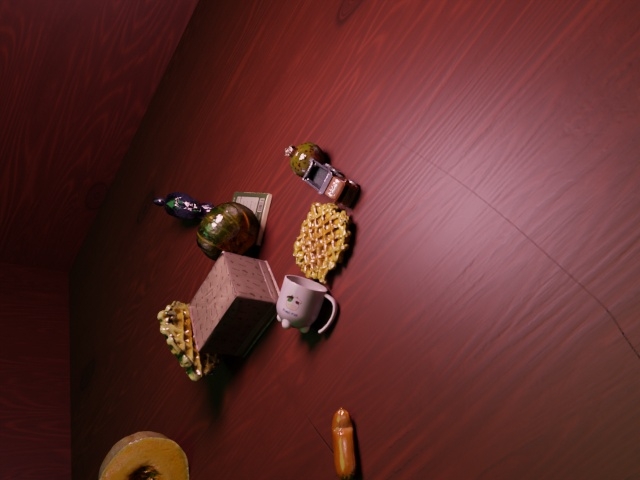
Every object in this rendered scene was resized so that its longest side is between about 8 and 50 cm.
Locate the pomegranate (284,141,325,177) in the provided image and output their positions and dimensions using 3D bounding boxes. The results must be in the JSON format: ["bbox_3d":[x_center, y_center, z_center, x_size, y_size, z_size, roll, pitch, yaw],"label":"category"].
[{"bbox_3d":[-0.049,-0.264,1.575,0.130,0.130,0.131,-20,63,45],"label":"pomegranate"}]

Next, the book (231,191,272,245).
[{"bbox_3d":[-0.292,-0.091,1.887,0.264,0.027,0.202,8,85,50],"label":"book"}]

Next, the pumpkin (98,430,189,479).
[{"bbox_3d":[-0.680,0.884,1.818,0.199,0.331,0.333,6,82,64],"label":"pumpkin"}]

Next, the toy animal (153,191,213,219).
[{"bbox_3d":[-0.628,-0.155,2.193,0.298,0.185,0.122,17,86,33],"label":"toy animal"}]

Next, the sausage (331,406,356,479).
[{"bbox_3d":[0.061,0.529,1.230,0.062,0.054,0.183,-14,61,12],"label":"sausage"}]

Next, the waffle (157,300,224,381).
[{"bbox_3d":[-0.466,0.353,1.707,0.073,0.317,0.298,-31,88,4],"label":"waffle"}]

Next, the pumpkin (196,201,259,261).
[{"bbox_3d":[-0.336,-0.032,1.711,0.159,0.237,0.238,41,110,29],"label":"pumpkin"}]

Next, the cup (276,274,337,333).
[{"bbox_3d":[-0.045,0.199,1.434,0.134,0.173,0.142,-126,54,-81],"label":"cup"}]

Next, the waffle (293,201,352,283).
[{"bbox_3d":[0.001,0.000,1.485,0.254,0.052,0.246,31,103,52],"label":"waffle"}]

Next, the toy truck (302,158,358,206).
[{"bbox_3d":[0.025,-0.180,1.470,0.192,0.092,0.083,41,109,40],"label":"toy truck"}]

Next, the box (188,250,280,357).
[{"bbox_3d":[-0.304,0.226,1.668,0.297,0.190,0.225,-53,42,24],"label":"box"}]
